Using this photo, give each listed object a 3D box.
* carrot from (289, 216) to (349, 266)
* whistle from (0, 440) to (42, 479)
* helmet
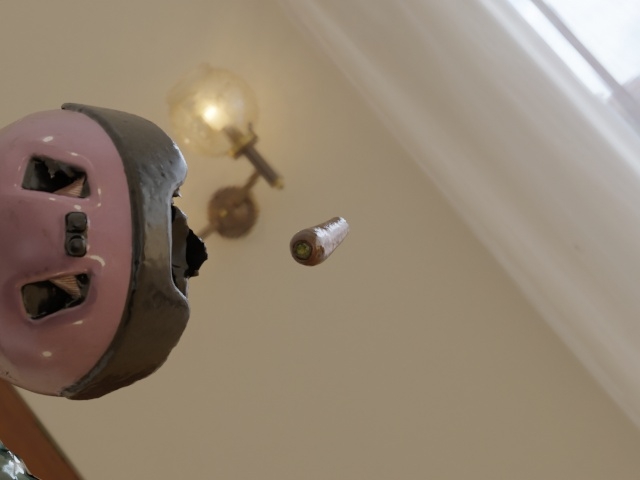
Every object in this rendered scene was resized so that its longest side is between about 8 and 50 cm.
[{"bbox_3d":[0.000,0.000,0.919,0.032,0.032,0.093,-44,-4,22],"label":"carrot"},{"bbox_3d":[-0.232,0.213,0.403,0.188,0.168,0.405,87,-152,-57],"label":"whistle"},{"bbox_3d":[-0.190,0.008,0.730,0.253,0.198,0.154,-5,-5,44],"label":"helmet"}]
